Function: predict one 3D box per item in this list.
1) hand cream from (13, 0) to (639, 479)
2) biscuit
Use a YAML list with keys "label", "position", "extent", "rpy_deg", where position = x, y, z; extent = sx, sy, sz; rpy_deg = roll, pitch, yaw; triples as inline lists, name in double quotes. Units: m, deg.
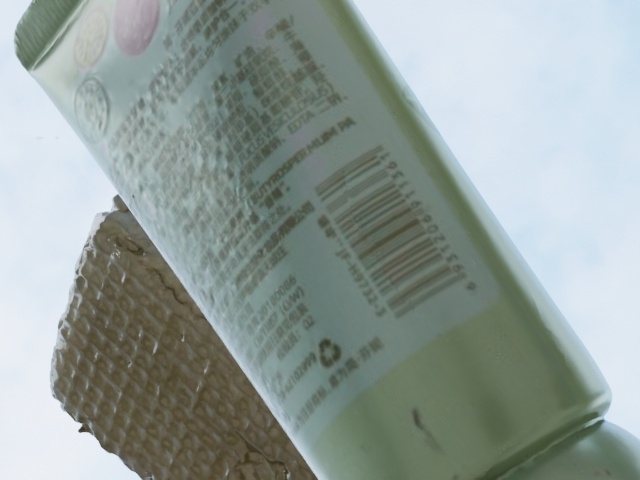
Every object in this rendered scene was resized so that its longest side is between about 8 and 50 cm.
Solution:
- label: "hand cream"
  position: [0.000, 0.000, 0.539]
  extent: [0.306, 0.093, 0.147]
  rpy_deg: [54, -52, 15]
- label: "biscuit"
  position: [0.032, 0.137, 0.793]
  extent: [0.426, 0.078, 0.144]
  rpy_deg: [36, -54, 22]
